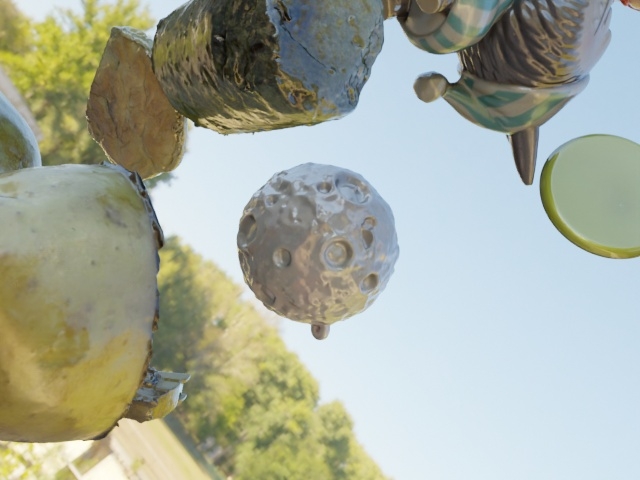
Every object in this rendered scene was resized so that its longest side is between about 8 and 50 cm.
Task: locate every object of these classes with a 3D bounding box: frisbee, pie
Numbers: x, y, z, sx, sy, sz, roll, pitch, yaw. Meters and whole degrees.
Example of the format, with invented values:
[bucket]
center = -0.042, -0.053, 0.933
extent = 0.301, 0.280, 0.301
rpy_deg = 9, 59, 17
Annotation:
[frisbee]
center = 0.478, -0.078, 1.410
extent = 0.236, 0.236, 0.017
rpy_deg = 49, -19, 16
[pie]
center = -0.252, -0.175, 1.181
extent = 0.185, 0.052, 0.218
rpy_deg = 48, -48, 20

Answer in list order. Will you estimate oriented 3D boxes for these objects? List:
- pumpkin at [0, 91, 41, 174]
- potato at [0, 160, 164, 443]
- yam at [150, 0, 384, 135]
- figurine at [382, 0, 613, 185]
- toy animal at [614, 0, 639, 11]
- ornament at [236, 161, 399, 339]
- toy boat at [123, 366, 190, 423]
[pumpkin]
center = -0.503, -0.082, 1.064
extent = 0.332, 0.332, 0.199
rpy_deg = 46, 0, 27
[potato]
center = -0.282, 0.059, 0.792
extent = 0.243, 0.285, 0.242
rpy_deg = 21, 18, -7
[yam]
center = -0.063, -0.217, 0.982
extent = 0.195, 0.195, 0.300
rpy_deg = 57, -23, -18
[figurine]
center = 0.278, -0.251, 1.248
extent = 0.266, 0.361, 0.377
rpy_deg = 7, -64, 57
[toy animal]
center = 0.572, -0.496, 1.546
extent = 0.198, 0.171, 0.171
rpy_deg = 34, -23, 58
[ornament]
center = 0.000, 0.000, 1.737
extent = 0.337, 0.337, 0.337
rpy_deg = 49, -14, 17
[toy boat]
center = -0.514, 0.310, 1.882
extent = 0.162, 0.446, 0.135
rpy_deg = -100, -157, -58
